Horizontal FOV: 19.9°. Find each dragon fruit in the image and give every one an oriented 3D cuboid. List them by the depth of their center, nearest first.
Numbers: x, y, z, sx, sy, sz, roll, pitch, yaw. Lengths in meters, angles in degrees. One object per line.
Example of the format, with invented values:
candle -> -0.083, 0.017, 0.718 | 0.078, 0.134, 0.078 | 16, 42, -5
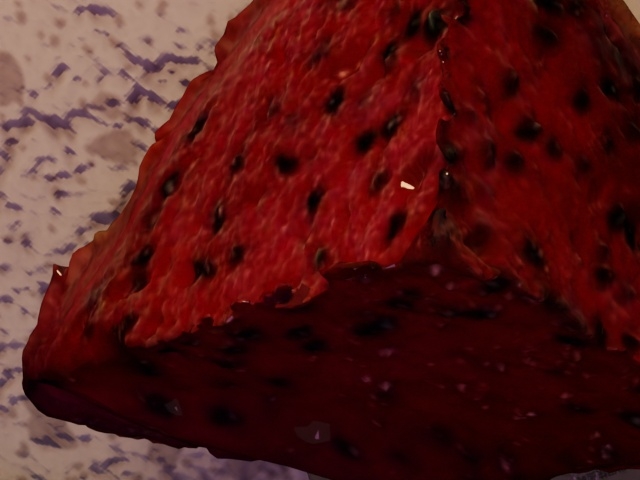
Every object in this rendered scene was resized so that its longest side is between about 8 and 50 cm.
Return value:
dragon fruit -> 0.000, 0.000, 0.811 | 0.330, 0.240, 0.302 | -19, 81, 18

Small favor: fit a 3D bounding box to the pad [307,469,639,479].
pad -> 0.099, 0.063, 0.905 | 0.265, 0.009, 0.159 | -24, 84, 22
